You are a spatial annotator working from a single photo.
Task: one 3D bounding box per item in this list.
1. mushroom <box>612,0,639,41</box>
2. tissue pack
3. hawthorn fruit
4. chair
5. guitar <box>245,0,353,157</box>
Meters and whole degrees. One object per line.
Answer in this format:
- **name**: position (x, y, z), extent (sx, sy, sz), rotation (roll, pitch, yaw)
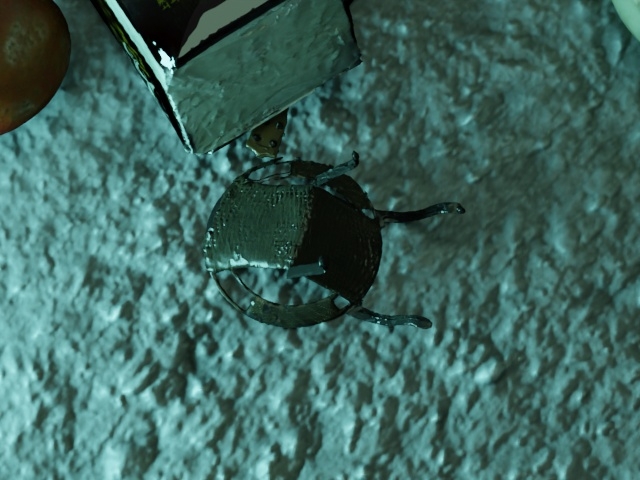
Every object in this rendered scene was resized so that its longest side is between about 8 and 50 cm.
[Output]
- **mushroom**: position (0.403, -0.289, 1.513), extent (0.356, 0.315, 0.315), rotation (-23, 67, -44)
- **tissue pack**: position (-0.145, -0.296, 1.538), extent (0.210, 0.198, 0.370), rotation (-32, 65, -2)
- **hawthorn fruit**: position (-0.337, -0.175, 1.546), extent (0.169, 0.169, 0.188), rotation (14, 71, 7)
- **chair**: position (0.000, 0.000, 1.513), extent (0.213, 0.149, 0.174), rotation (-1, 67, 47)
- **guitar**: position (-0.018, -0.197, 1.604), extent (0.083, 0.038, 0.271), rotation (16, 70, 8)
